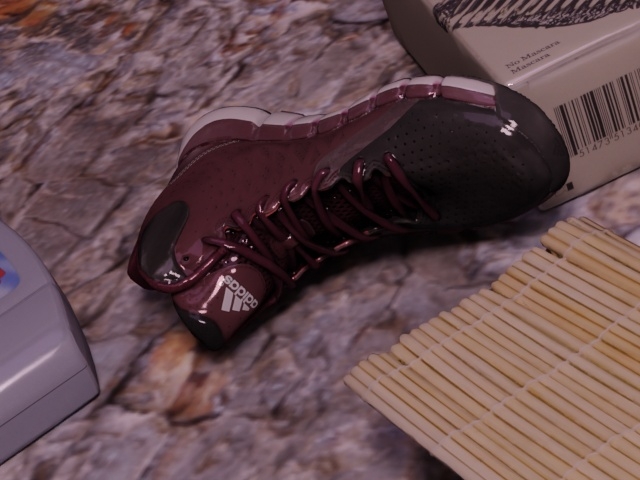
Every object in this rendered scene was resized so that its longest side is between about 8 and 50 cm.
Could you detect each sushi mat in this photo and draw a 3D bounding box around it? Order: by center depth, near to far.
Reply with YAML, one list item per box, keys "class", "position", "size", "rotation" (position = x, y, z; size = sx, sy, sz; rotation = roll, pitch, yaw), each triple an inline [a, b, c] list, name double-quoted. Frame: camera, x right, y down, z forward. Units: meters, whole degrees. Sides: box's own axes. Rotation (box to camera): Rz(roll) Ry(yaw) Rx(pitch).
- class: "sushi mat"
  position: [0.139, 0.072, 0.719]
  size: [0.151, 0.019, 0.316]
  rotation: [-36, 29, -12]

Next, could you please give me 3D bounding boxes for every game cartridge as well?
- class: "game cartridge"
  position: [-0.266, 0.062, 1.078]
  size: [0.198, 0.062, 0.297]
  rotation: [-39, 36, -15]

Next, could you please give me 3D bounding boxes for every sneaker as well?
- class: "sneaker"
  position: [0.000, 0.000, 0.974]
  size: [0.281, 0.106, 0.162]
  rotation: [-5, 41, 43]

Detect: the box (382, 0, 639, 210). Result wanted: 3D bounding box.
- class: "box"
  position: [0.124, -0.136, 1.080]
  size: [0.113, 0.094, 0.275]
  rotation: [-26, 34, -4]
